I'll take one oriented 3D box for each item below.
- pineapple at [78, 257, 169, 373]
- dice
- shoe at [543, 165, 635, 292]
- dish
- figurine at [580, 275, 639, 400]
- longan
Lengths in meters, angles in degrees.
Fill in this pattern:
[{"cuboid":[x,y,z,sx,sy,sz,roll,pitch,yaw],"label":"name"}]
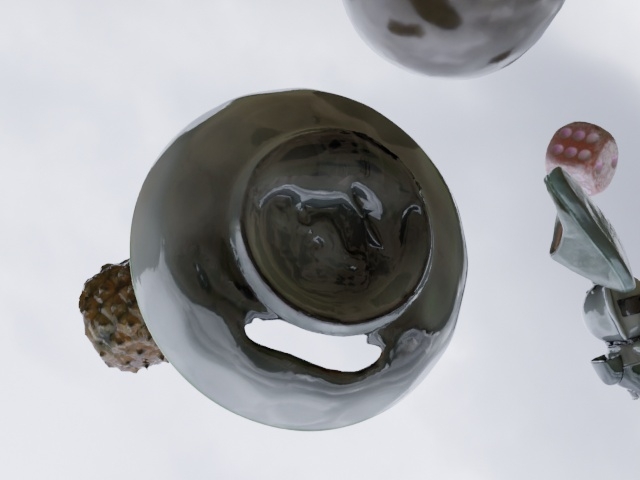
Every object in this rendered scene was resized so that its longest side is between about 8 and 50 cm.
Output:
[{"cuboid":[-0.124,0.054,1.428,0.248,0.128,0.128,-19,-156,20],"label":"pineapple"},{"cuboid":[0.425,-0.133,2.237,0.093,0.091,0.094,14,-113,34],"label":"dice"},{"cuboid":[0.312,-0.005,1.672,0.195,0.078,0.079,52,-158,-30],"label":"shoe"},{"cuboid":[0.000,0.000,1.220,0.324,0.124,0.324,6,-108,-18],"label":"dish"},{"cuboid":[0.400,0.111,1.793,0.126,0.192,0.147,-23,180,-2],"label":"figurine"},{"cuboid":[0.146,-0.292,1.469,0.258,0.258,0.258,13,-149,-8],"label":"longan"}]
